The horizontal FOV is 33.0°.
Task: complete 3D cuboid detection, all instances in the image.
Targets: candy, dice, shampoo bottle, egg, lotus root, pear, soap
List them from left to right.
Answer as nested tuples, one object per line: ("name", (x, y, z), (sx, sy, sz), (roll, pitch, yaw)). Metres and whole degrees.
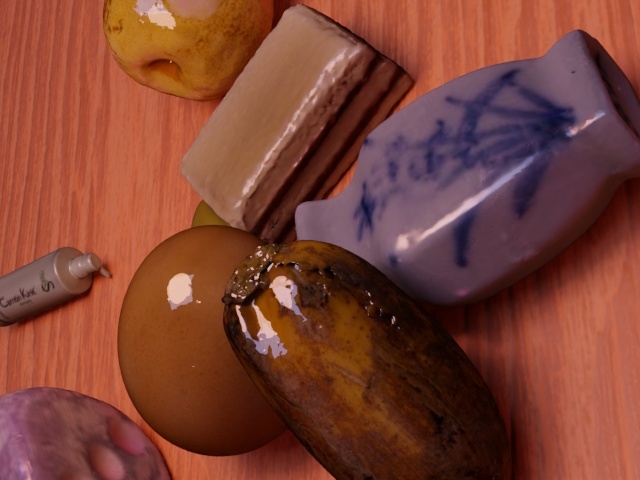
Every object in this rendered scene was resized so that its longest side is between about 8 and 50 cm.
("shampoo bottle", (-0.467, 0.072, 1.824), (0.262, 0.085, 0.085), (-22, 58, 34))
("dice", (-0.376, 0.384, 1.472), (0.270, 0.270, 0.271), (-46, 48, 17))
("pear", (-0.197, -0.351, 1.649), (0.271, 0.271, 0.271), (-19, 60, 36))
("soap", (-0.158, -0.009, 1.586), (0.140, 0.045, 0.089), (49, 129, 56))
("egg", (-0.127, 0.124, 1.338), (0.250, 0.322, 0.250), (-2, 46, 2))
("candy", (-0.043, -0.160, 1.506), (0.321, 0.135, 0.179), (-52, 45, 12))
("lotus root", (0.059, 0.162, 1.153), (0.196, 0.397, 0.179), (-37, 10, 37))

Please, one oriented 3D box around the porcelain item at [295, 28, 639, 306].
("porcelain item", (0.171, -0.057, 1.232), (0.405, 0.178, 0.243), (-32, 51, 26))
